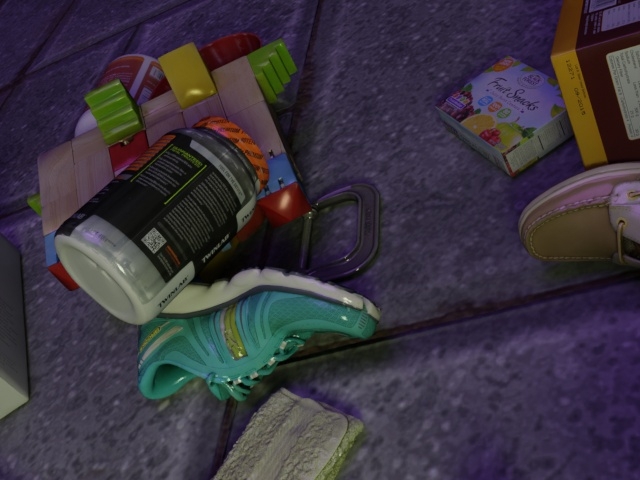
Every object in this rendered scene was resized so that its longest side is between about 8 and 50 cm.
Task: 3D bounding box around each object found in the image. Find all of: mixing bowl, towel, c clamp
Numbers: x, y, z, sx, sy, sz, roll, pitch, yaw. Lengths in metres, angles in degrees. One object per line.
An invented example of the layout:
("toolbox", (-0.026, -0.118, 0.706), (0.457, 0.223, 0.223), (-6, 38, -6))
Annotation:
("mixing bowl", (-0.135, -0.192, 1.115), (0.181, 0.098, 0.181), (-22, 37, 18))
("towel", (-0.040, 0.191, 0.657), (0.110, 0.027, 0.148), (7, 52, 44))
("c clamp", (0.000, 0.000, 0.851), (0.137, 0.022, 0.160), (-14, 41, 26))

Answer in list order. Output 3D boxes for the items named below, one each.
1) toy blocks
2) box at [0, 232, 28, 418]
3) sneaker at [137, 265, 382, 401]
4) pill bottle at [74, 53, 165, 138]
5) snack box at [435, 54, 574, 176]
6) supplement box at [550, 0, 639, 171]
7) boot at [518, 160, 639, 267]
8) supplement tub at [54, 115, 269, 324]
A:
("toy blocks", (-0.168, -0.047, 0.932), (0.381, 0.191, 0.261), (-25, 48, 4))
("box", (-0.507, 0.103, 1.004), (0.215, 0.168, 0.345), (-35, 35, -1))
("sneaker", (-0.064, 0.095, 0.751), (0.275, 0.107, 0.110), (-13, 59, 34))
("pill bottle", (-0.288, -0.171, 1.190), (0.121, 0.121, 0.216), (-17, 39, 23))
("snack box", (0.196, -0.132, 0.837), (0.100, 0.037, 0.141), (-34, 35, -2))
("supplement box", (0.310, -0.156, 0.666), (0.194, 0.129, 0.191), (-12, 28, 28))
("boot", (0.251, 0.019, 0.582), (0.213, 0.077, 0.165), (-9, 42, 20))
("supplement tub", (-0.140, -0.024, 0.750), (0.117, 0.117, 0.190), (10, 48, 44))
